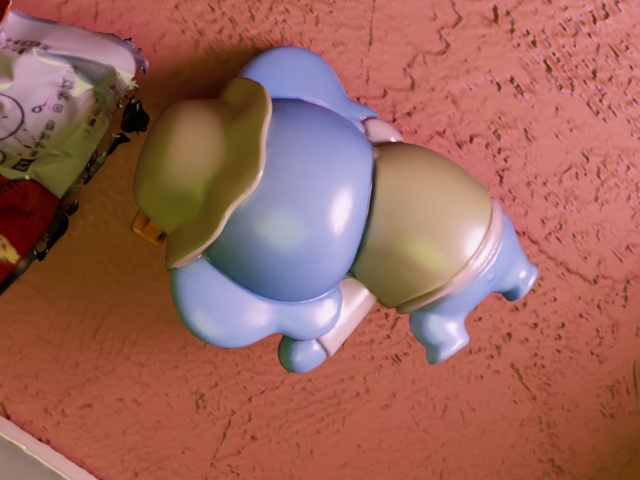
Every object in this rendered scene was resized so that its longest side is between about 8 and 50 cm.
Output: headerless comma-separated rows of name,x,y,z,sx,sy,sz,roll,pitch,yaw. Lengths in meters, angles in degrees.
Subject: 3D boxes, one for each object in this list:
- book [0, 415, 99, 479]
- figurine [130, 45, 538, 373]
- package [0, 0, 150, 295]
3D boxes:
book,-0.304,0.193,1.220,0.289,0.026,0.201,37,111,-12
figurine,0.002,-0.002,1.050,0.262,0.154,0.180,35,100,-7
package,-0.234,-0.077,1.081,0.194,0.071,0.269,45,128,-4
